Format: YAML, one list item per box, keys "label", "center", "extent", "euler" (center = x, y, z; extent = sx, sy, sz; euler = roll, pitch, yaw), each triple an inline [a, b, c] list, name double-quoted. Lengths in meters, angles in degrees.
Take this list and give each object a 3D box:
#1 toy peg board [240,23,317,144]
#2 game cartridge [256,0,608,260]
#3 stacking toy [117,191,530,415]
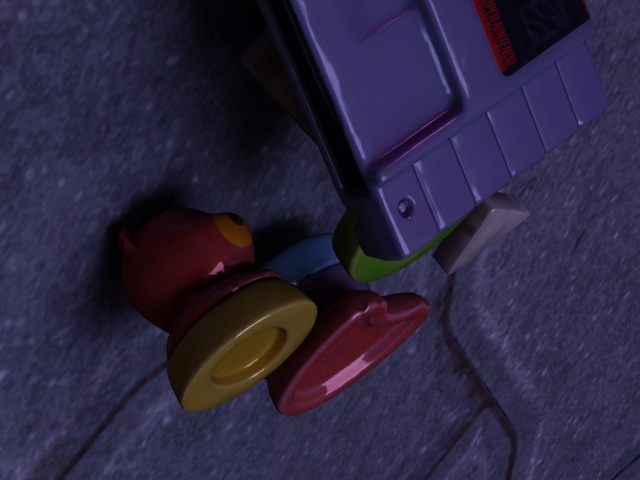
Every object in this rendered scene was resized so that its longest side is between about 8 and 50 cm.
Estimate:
- label: "toy peg board"
  center: [0.017, -0.158, 1.404]
  extent: [0.161, 0.079, 0.160]
  euler: [-52, 135, -6]
- label: "game cartridge"
  center: [0.057, -0.195, 1.244]
  extent: [0.230, 0.068, 0.355]
  euler: [-34, 112, -27]
- label: "stacking toy"
  center: [0.000, 0.000, 1.450]
  extent: [0.279, 0.130, 0.309]
  euler: [-42, 161, 8]
